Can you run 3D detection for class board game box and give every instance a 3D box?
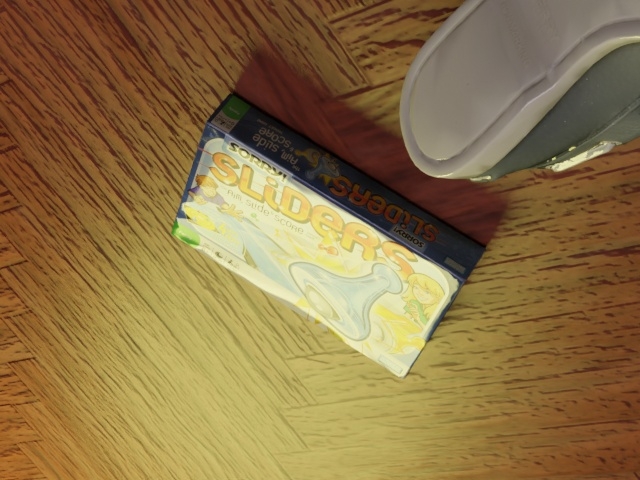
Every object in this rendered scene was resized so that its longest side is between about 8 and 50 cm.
[{"bbox_3d":[0.000,0.000,1.029,0.201,0.035,0.136,31,143,6],"label":"board game box"}]

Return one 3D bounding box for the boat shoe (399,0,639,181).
[{"bbox_3d":[0.171,-0.123,0.745,0.099,0.116,0.319,6,151,-37],"label":"boat shoe"}]
